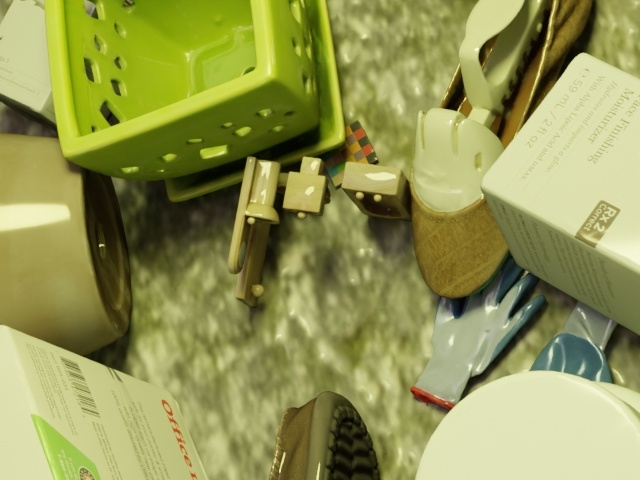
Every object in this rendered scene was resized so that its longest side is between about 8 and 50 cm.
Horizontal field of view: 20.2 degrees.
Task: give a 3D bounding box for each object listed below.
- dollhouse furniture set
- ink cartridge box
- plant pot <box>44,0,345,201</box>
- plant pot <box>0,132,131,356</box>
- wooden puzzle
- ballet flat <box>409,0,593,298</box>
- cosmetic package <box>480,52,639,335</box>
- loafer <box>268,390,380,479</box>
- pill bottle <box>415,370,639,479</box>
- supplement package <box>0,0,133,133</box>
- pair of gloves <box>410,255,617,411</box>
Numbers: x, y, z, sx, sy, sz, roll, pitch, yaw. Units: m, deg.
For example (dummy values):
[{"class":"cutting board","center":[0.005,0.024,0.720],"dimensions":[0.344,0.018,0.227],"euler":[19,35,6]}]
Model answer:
[{"class":"dollhouse furniture set","center":[0.000,0.000,1.635],"dimensions":[0.151,0.144,0.123],"euler":[8,81,13]},{"class":"ink cartridge box","center":[-0.210,0.210,1.572],"dimensions":[0.114,0.273,0.198],"euler":[-33,61,15]},{"class":"plant pot","center":[-0.105,-0.173,1.689],"dimensions":[0.228,0.207,0.227],"euler":[-19,64,22]},{"class":"plant pot","center":[-0.337,0.019,1.706],"dimensions":[0.280,0.323,0.323],"euler":[-10,67,5]},{"class":"wooden puzzle","center":[0.026,-0.082,1.714],"dimensions":[0.049,0.006,0.083],"euler":[-32,61,12]},{"class":"ballet flat","center":[0.148,-0.122,1.591],"dimensions":[0.116,0.124,0.342],"euler":[16,77,33]},{"class":"cosmetic package","center":[0.259,-0.028,1.487],"dimensions":[0.183,0.151,0.151],"euler":[30,76,31]},{"class":"loafer","center":[-0.045,0.305,1.539],"dimensions":[0.130,0.134,0.366],"euler":[4,74,26]},{"class":"pill bottle","center":[0.209,0.219,1.315],"dimensions":[0.204,0.361,0.204],"euler":[-8,69,23]},{"class":"supplement package","center":[-0.253,-0.206,1.834],"dimensions":[0.105,0.105,0.179],"euler":[24,84,31]},{"class":"pair of gloves","center":[0.178,0.100,1.570],"dimensions":[0.198,0.023,0.159],"euler":[26,87,31]}]
